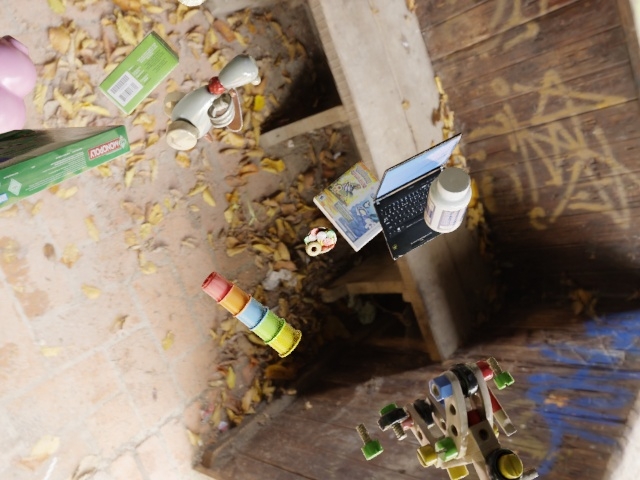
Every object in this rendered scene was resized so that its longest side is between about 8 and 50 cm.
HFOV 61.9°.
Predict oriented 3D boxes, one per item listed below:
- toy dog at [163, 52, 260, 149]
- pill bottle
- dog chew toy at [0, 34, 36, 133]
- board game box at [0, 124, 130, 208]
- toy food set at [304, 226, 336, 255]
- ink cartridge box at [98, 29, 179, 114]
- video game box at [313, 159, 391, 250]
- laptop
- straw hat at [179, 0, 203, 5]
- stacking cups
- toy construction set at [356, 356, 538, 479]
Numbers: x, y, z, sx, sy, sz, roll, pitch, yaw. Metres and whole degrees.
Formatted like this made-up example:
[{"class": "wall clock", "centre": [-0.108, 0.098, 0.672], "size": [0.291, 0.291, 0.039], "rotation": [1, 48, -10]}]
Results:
[{"class": "toy dog", "centre": [-0.277, -0.350, 1.427], "size": [0.161, 0.333, 0.220], "rotation": [27, 65, -48]}, {"class": "pill bottle", "centre": [0.210, -0.068, 0.876], "size": [0.120, 0.067, 0.067], "rotation": [83, 25, -64]}, {"class": "dog chew toy", "centre": [-0.688, -0.256, 1.049], "size": [0.206, 0.206, 0.332], "rotation": [34, 88, -34]}, {"class": "board game box", "centre": [-0.438, -0.099, 0.714], "size": [0.317, 0.213, 0.046], "rotation": [-57, 144, -62]}, {"class": "toy food set", "centre": [0.000, 0.000, 1.378], "size": [0.083, 0.020, 0.083], "rotation": [-8, 124, -5]}, {"class": "ink cartridge box", "centre": [-0.469, -0.453, 1.401], "size": [0.188, 0.255, 0.097], "rotation": [-42, 119, 7]}, {"class": "video game box", "centre": [0.114, -0.104, 1.596], "size": [0.187, 0.048, 0.205], "rotation": [-40, 86, -10]}, {"class": "laptop", "centre": [0.266, -0.105, 1.340], "size": [0.234, 0.136, 0.265], "rotation": [-27, 109, -16]}, {"class": "straw hat", "centre": [-0.357, -0.735, 1.496], "size": [0.144, 0.061, 0.145], "rotation": [-15, 121, -27]}, {"class": "stacking cups", "centre": [-0.201, 0.204, 1.538], "size": [0.316, 0.096, 0.096], "rotation": [42, 58, -13]}, {"class": "toy construction set", "centre": [0.283, 0.363, 0.971], "size": [0.308, 0.257, 0.237], "rotation": [-2, 53, -44]}]
